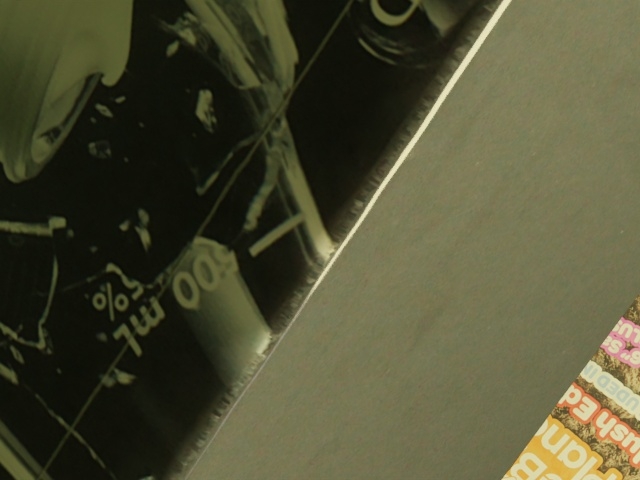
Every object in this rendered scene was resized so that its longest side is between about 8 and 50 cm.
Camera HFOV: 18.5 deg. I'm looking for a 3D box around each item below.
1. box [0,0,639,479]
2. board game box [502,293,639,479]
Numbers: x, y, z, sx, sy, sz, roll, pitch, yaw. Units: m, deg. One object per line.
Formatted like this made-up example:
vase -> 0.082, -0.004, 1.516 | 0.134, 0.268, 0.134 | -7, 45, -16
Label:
box -> -0.057, -0.075, 0.573 | 0.179, 0.312, 0.343 | 5, 122, -58
board game box -> 0.172, 0.041, 1.156 | 0.291, 0.141, 0.232 | -53, -179, 12
